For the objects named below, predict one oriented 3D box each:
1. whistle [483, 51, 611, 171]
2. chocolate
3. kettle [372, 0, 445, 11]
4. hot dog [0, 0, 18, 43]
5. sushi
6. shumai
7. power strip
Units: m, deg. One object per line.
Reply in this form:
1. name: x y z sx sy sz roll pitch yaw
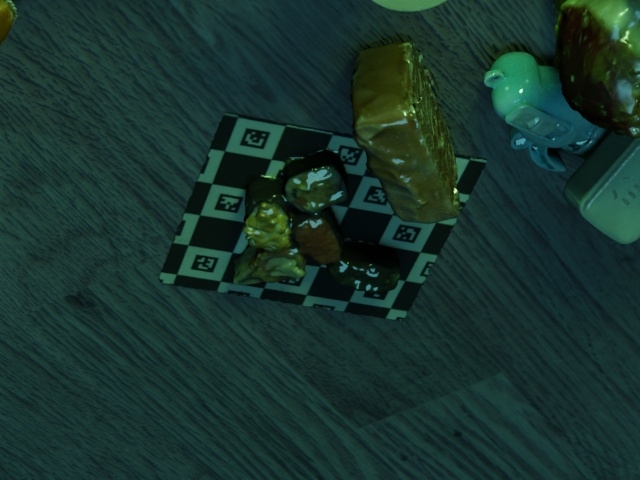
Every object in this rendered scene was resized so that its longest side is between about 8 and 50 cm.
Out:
1. whistle: 0.304 -0.151 2.205 0.274 0.093 0.186 23 136 -32
2. chocolate: 0.101 -0.123 2.179 0.093 0.148 0.214 -9 137 15
3. kettle: 0.056 -0.351 1.839 0.210 0.243 0.160 -4 139 2
4. hot dog: -0.422 -0.234 2.079 0.108 0.059 0.191 23 134 -22
5. sushi: 0.000 0.000 2.373 0.359 0.064 0.343 9 137 -15
6. shumai: 0.384 -0.223 1.955 0.304 0.263 0.309 5 128 17
7. power strip: 0.440 -0.107 2.215 0.265 0.059 0.193 -50 134 10
